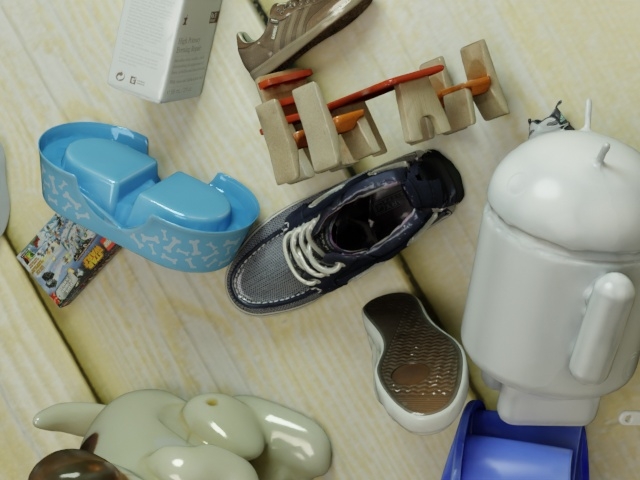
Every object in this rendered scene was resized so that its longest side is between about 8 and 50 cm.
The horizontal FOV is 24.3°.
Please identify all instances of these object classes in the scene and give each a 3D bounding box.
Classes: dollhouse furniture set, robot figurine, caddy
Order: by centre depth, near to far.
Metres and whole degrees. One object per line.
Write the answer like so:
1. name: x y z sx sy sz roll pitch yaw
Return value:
1. robot figurine: 0.266 0.031 1.618 0.199 0.300 0.354 0 118 -14
2. dollhouse furniture set: 0.035 -0.158 1.695 0.259 0.262 0.135 -16 92 54
3. caddy: 0.213 0.354 1.715 0.179 0.241 0.341 -1 99 17

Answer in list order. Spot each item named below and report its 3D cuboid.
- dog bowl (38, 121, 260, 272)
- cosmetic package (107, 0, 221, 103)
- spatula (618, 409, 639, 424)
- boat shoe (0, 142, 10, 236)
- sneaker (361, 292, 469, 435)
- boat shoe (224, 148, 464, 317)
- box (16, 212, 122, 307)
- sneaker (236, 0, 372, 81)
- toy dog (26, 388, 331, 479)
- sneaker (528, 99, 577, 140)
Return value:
1. dog bowl: -0.221 -0.053 1.853 0.297 0.166 0.074 26 120 16
2. cosmetic package: -0.179 -0.292 1.813 0.085 0.117 0.231 21 108 16
3. spatula: 0.447 0.139 1.629 0.242 0.019 0.168 4 110 -18
4. boat shoe: -0.449 -0.069 2.000 0.040 0.049 0.142 10 103 39
5. sneaker: 0.116 0.168 1.711 0.105 0.290 0.123 -12 112 0
6. boat shoe: 0.000 0.000 1.774 0.340 0.158 0.127 -33 87 23
7. box: -0.330 0.011 1.975 0.137 0.027 0.094 -44 81 22
8. sneaker: -0.025 -0.265 1.785 0.188 0.066 0.071 -33 86 23
9. toy dog: -0.220 0.318 1.783 0.395 0.408 0.285 38 110 10
10. sneaker: 0.284 -0.127 1.706 0.098 0.038 0.069 -1 100 21
